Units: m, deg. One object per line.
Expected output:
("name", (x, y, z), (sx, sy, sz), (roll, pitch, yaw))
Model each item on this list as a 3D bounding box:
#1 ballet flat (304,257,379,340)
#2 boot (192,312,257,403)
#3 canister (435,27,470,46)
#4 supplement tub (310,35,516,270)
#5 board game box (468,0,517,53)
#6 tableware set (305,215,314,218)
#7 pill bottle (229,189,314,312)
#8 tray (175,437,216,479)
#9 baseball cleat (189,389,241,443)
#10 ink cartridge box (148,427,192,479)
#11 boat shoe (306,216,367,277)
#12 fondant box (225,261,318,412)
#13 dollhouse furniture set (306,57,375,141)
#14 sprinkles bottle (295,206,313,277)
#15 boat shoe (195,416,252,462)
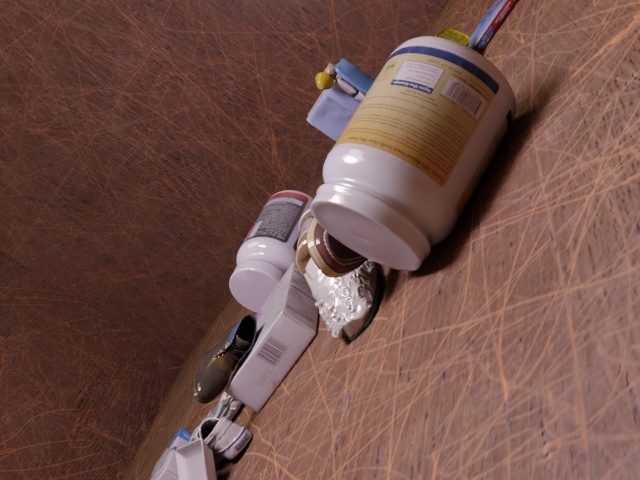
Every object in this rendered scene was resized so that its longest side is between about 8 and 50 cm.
("ballet flat", (0.031, 0.058, 1.460), (0.147, 0.147, 0.409), (-54, 9, 19))
("boot", (-0.208, 0.250, 1.637), (0.106, 0.082, 0.219), (-53, 7, 43))
("canister", (0.291, -0.415, 1.820), (0.126, 0.073, 0.170), (-48, -18, -55))
("supplement tub", (0.144, -0.133, 1.180), (0.316, 0.228, 0.228), (-58, 8, -16))
("board game box", (0.434, -0.556, 1.857), (0.281, 0.027, 0.145), (-55, 9, 10))
("tableware set", (0.045, -0.064, 1.862), (0.154, 0.104, 0.024), (14, 111, 46))
("pill bottle", (-0.125, 0.031, 2.217), (0.210, 0.210, 0.363), (-49, 10, 42))
("tray", (-0.267, 0.511, 1.622), (0.270, 0.030, 0.145), (138, 124, -60))
("baseball cleat", (-0.250, 0.450, 1.884), (0.206, 0.072, 0.109), (-51, -5, 6))
("ink cartridge box", (-0.380, 0.603, 1.922), (0.148, 0.086, 0.203), (-55, 7, 12))
("boat shoe", (0.101, -0.042, 1.342), (0.123, 0.123, 0.342), (-30, -1, 38))
("fondant box", (-0.103, 0.218, 1.767), (0.238, 0.096, 0.330), (-55, 7, 15))
("dollhouse furniture set", (0.058, -0.222, 1.786), (0.286, 0.303, 0.198), (-47, 11, 50))
("sprinkles bottle", (0.000, 0.000, 1.914), (0.121, 0.121, 0.355), (-55, 8, 12))
("boat shoe", (-0.234, 0.435, 1.653), (0.096, 0.088, 0.267), (-48, 5, -24))
